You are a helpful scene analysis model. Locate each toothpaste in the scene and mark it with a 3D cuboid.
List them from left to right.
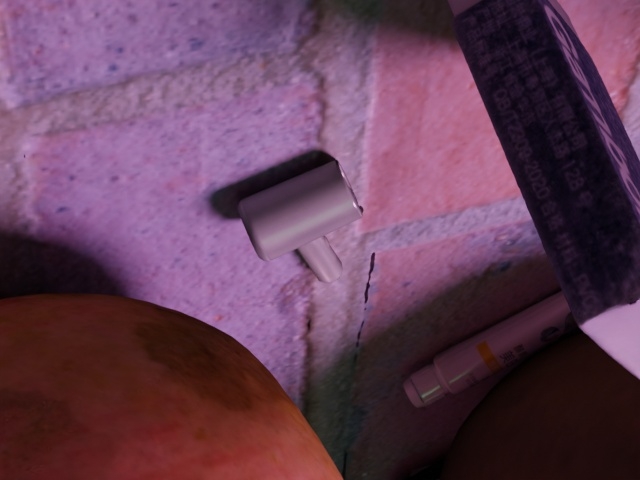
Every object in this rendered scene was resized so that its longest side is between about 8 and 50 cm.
[{"bbox_3d":[0.143,0.059,1.158,0.190,0.031,0.048,-29,146,9],"label":"toothpaste"}]

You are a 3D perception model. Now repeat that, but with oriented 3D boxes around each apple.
[{"bbox_3d":[-0.143,0.200,0.919,0.364,0.364,0.364,-14,147,-9],"label":"apple"}]

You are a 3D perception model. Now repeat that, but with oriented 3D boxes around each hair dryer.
[{"bbox_3d":[0.000,0.000,0.986,0.063,0.038,0.124,-24,153,5],"label":"hair dryer"}]

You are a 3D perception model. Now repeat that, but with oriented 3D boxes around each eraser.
[{"bbox_3d":[0.122,-0.039,0.824,0.046,0.212,0.092,-30,146,17],"label":"eraser"}]

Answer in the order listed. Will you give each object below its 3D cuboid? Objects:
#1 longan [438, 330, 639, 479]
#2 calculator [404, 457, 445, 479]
[{"bbox_3d":[0.244,0.215,1.145,0.361,0.361,0.361,-14,147,-9],"label":"longan"},{"bbox_3d":[0.138,0.230,1.408,0.166,0.028,0.274,-17,147,-6],"label":"calculator"}]
